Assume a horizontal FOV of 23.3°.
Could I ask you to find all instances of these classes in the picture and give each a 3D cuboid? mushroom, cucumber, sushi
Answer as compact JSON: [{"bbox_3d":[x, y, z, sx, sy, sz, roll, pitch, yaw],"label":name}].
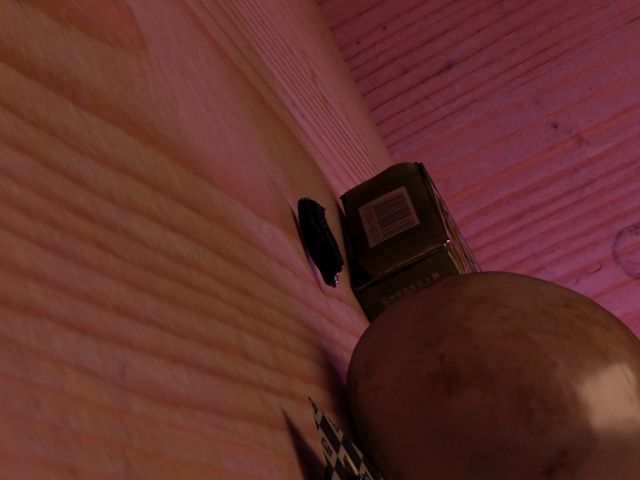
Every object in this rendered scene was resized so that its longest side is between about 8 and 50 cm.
[{"bbox_3d":[0.157,0.183,1.414,0.297,0.297,0.290,-104,-158,-62],"label":"mushroom"},{"bbox_3d":[-0.002,0.000,1.653,0.034,0.033,0.135,18,28,-21],"label":"cucumber"},{"bbox_3d":[0.022,0.192,1.121,0.126,0.026,0.120,51,16,-41],"label":"sushi"}]

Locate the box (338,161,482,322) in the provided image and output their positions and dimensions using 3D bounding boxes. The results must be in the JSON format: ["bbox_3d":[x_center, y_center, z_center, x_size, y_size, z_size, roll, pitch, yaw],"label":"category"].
[{"bbox_3d":[0.181,0.135,2.076,0.420,0.138,0.373,60,7,-17],"label":"box"}]
